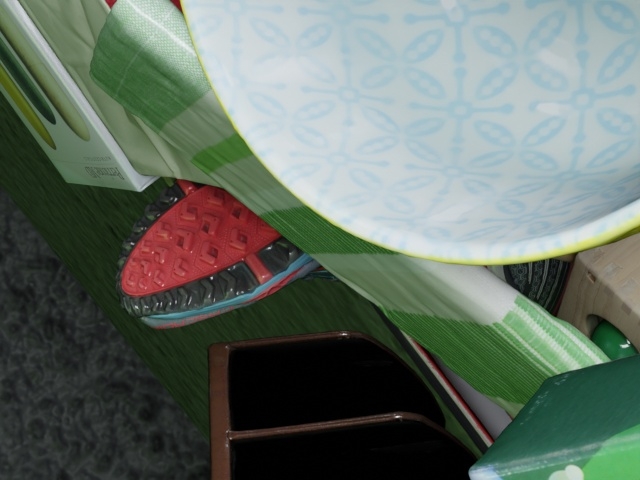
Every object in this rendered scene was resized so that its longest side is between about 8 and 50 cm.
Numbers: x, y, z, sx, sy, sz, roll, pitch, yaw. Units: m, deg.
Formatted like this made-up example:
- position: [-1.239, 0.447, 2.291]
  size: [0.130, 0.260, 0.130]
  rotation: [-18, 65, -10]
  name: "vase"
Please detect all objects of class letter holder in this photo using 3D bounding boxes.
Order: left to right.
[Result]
- position: [0.061, 0.182, 1.339]
  size: [0.302, 0.214, 0.152]
  rotation: [51, -147, -63]
  name: "letter holder"

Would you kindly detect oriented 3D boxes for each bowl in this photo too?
- position: [0.099, -0.137, 0.633]
  size: [0.289, 0.289, 0.156]
  rotation: [42, -155, 31]
  name: "bowl"

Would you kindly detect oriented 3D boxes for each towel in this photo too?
- position: [0.030, -0.001, 0.806]
  size: [0.325, 0.038, 0.248]
  rotation: [39, 174, -8]
  name: "towel"

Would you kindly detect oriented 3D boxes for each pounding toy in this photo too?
- position: [0.167, 0.014, 0.866]
  size: [0.100, 0.141, 0.130]
  rotation: [46, 164, 19]
  name: "pounding toy"

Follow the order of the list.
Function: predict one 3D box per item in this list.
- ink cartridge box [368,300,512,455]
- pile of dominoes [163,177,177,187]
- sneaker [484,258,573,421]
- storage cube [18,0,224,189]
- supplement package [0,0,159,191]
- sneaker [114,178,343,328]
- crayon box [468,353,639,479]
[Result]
- position: [0.131, 0.117, 1.243]
  size: [0.296, 0.066, 0.261]
  rotation: [53, 178, -8]
  name: "ink cartridge box"
- position: [-0.110, -0.061, 1.718]
  size: [0.251, 0.040, 0.196]
  rotation: [51, 166, -32]
  name: "pile of dominoes"
- position: [0.139, 0.037, 1.078]
  size: [0.121, 0.112, 0.299]
  rotation: [64, -178, 19]
  name: "sneaker"
- position: [-0.056, -0.159, 1.009]
  size: [0.215, 0.193, 0.183]
  rotation: [58, 163, -19]
  name: "storage cube"
- position: [-0.152, -0.198, 1.176]
  size: [0.263, 0.198, 0.199]
  rotation: [56, 163, -16]
  name: "supplement package"
- position: [0.000, 0.000, 1.078]
  size: [0.104, 0.261, 0.125]
  rotation: [61, 175, 39]
  name: "sneaker"
- position: [0.234, 0.117, 0.587]
  size: [0.323, 0.083, 0.203]
  rotation: [-20, 103, 41]
  name: "crayon box"
